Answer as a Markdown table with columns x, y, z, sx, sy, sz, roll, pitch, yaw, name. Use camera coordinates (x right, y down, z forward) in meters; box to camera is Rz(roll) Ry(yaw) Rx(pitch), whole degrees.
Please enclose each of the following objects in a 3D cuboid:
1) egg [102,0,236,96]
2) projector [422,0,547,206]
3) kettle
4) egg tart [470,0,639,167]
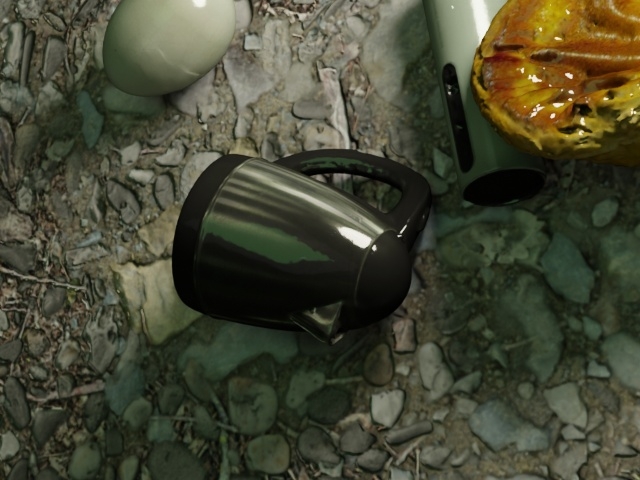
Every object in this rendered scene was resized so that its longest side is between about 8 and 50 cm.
| x | y | z | sx | sy | sz | roll | pitch | yaw | name |
| --- | --- | --- | --- | --- | --- | --- | --- | --- | --- |
| -0.206 | -0.278 | 2.291 | 0.209 | 0.151 | 0.151 | -41 | 59 | 23 | egg |
| 0.192 | -0.213 | 2.065 | 0.108 | 0.108 | 0.337 | -19 | 66 | 24 | projector |
| -0.005 | 0.016 | 2.083 | 0.271 | 0.251 | 0.207 | 17 | 114 | 26 | kettle |
| 0.343 | -0.206 | 1.912 | 0.352 | 0.153 | 0.339 | -22 | 47 | 16 | egg tart |
